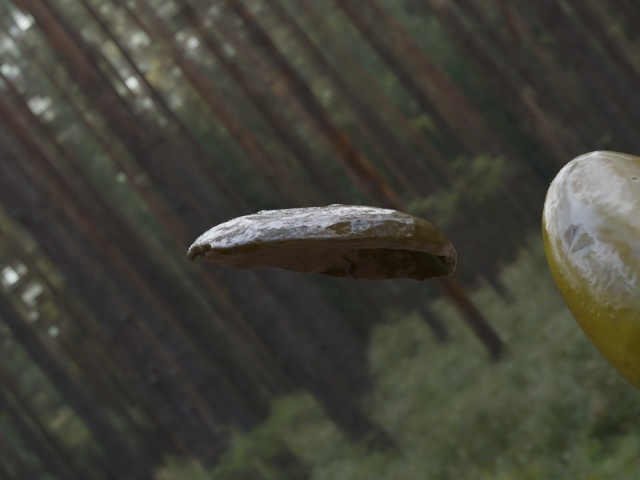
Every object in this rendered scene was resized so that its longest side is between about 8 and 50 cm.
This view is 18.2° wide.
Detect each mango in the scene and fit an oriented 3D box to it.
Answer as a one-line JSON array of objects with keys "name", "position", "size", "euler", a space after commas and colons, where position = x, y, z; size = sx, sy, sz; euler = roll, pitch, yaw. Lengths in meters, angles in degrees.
[{"name": "mango", "position": [0.200, 0.021, 1.118], "size": [0.137, 0.195, 0.098], "euler": [-10, -48, -28]}]

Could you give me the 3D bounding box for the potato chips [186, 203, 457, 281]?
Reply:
[{"name": "potato chips", "position": [0.000, 0.000, 1.521], "size": [0.201, 0.049, 0.150], "euler": [-5, -15, 15]}]
